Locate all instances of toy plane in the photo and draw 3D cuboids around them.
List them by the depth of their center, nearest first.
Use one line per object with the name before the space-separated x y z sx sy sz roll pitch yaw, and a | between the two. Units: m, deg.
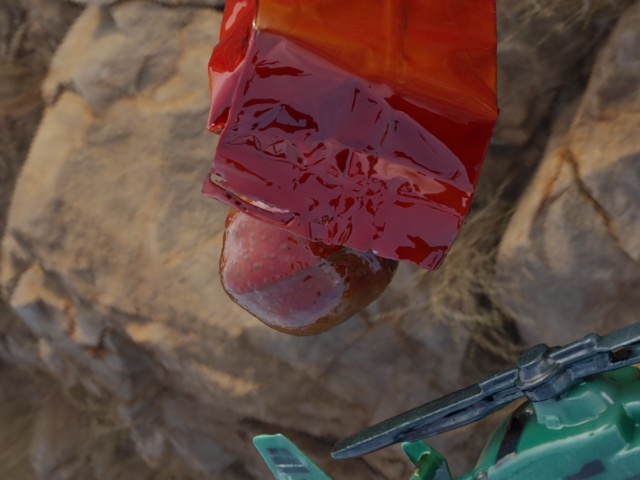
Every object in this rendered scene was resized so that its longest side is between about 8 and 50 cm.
toy plane | 0.078 0.078 0.414 0.235 0.060 0.096 -26 111 38

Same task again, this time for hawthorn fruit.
hawthorn fruit | 0.000 0.000 1.107 0.157 0.157 0.194 54 146 -5

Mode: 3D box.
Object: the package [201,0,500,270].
package | 0.026 -0.194 0.925 0.196 0.423 0.123 15 145 -15
